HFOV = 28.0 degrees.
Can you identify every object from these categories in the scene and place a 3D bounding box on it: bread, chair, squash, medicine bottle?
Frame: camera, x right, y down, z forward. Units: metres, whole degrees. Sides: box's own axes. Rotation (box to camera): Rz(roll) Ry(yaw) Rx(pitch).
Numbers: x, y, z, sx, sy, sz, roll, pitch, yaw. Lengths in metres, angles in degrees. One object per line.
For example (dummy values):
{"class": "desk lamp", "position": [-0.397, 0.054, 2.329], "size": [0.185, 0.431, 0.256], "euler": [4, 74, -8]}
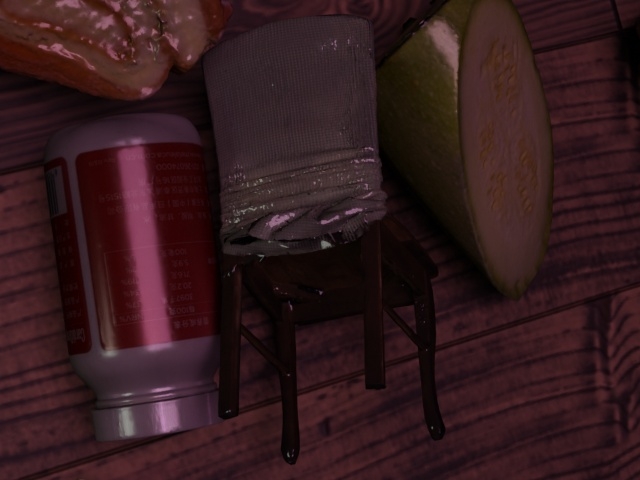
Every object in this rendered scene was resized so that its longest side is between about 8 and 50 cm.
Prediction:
{"class": "bread", "position": [-0.188, -0.207, 1.027], "size": [0.244, 0.123, 0.190], "euler": [17, 108, -20]}
{"class": "chair", "position": [0.000, 0.000, 1.055], "size": [0.160, 0.186, 0.319], "euler": [-12, 63, 17]}
{"class": "squash", "position": [0.159, -0.092, 1.142], "size": [0.260, 0.189, 0.189], "euler": [47, 70, -5]}
{"class": "medicine bottle", "position": [-0.145, 0.029, 1.038], "size": [0.131, 0.131, 0.250], "euler": [-8, 87, -22]}

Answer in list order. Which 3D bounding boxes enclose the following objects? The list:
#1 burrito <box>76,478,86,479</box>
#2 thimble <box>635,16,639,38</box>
{"class": "burrito", "position": [-0.220, 0.278, 1.028], "size": [0.045, 0.041, 0.186], "euler": [31, 76, -24]}
{"class": "thimble", "position": [0.430, -0.205, 1.260], "size": [0.229, 0.196, 0.148], "euler": [-35, 101, -51]}
